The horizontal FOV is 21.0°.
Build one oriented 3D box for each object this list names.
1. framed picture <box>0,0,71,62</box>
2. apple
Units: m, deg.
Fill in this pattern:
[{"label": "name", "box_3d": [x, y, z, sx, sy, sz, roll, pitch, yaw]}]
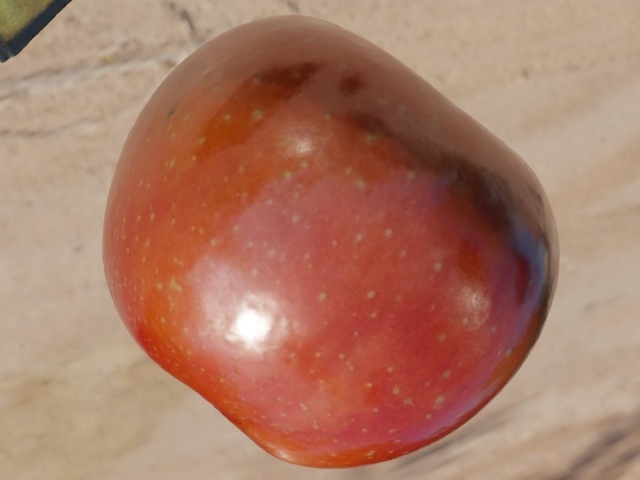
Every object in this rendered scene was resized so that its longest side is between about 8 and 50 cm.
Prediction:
[{"label": "framed picture", "box_3d": [-0.154, -0.280, 0.785, 0.255, 0.014, 0.339, -46, 130, -10]}, {"label": "apple", "box_3d": [0.000, 0.000, 0.989, 0.216, 0.260, 0.260, -50, 150, 4]}]
